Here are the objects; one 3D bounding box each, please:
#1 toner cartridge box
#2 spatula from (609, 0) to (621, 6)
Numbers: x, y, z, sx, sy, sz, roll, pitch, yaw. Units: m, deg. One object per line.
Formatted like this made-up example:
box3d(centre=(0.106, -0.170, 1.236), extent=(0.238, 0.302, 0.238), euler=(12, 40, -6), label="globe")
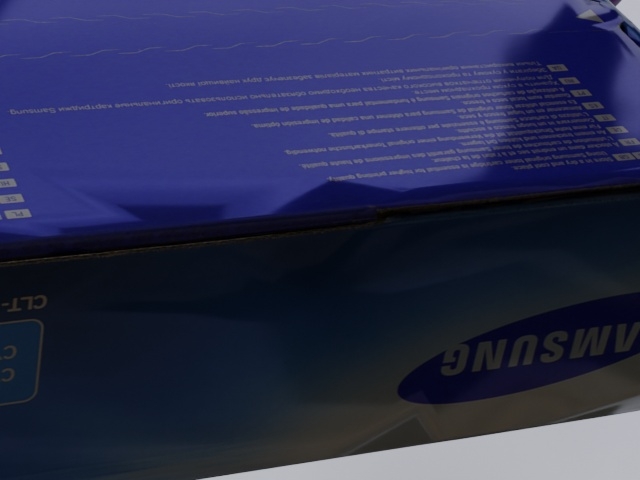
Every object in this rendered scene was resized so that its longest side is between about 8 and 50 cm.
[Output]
box3d(centre=(-0.081, -0.016, 0.436), extent=(0.347, 0.165, 0.075), euler=(-6, -52, -23), label="toner cartridge box")
box3d(centre=(0.000, 0.000, 0.673), extent=(0.084, 0.030, 0.296), euler=(26, -75, -35), label="spatula")
